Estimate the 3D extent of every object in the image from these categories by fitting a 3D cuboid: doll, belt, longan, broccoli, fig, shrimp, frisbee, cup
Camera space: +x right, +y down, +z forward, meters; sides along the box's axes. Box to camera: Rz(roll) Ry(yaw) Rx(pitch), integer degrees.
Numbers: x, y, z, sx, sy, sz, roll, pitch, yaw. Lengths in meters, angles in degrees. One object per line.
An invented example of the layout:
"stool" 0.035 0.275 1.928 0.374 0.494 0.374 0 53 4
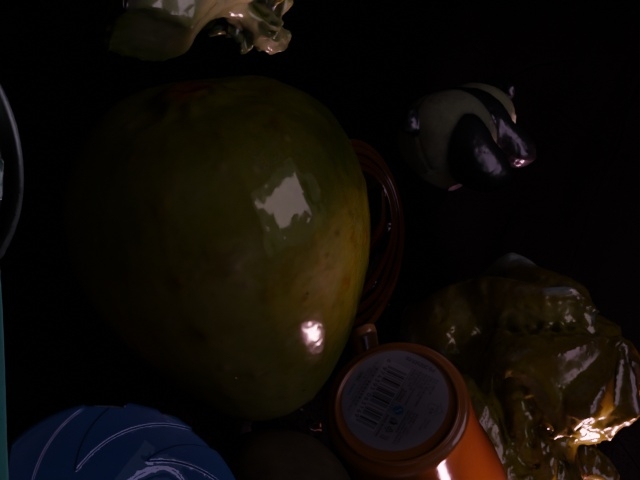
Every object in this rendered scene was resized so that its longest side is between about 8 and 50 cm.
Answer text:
"doll" 0.174 -0.125 1.827 0.234 0.143 0.135 -31 102 -58
"belt" 0.000 0.000 1.523 0.261 0.105 0.184 -50 121 -53
"longan" -0.049 0.254 1.295 0.187 0.167 0.167 -38 114 -45
"broccoli" -0.102 -0.267 1.306 0.288 0.248 0.246 35 56 -43
"fig" -0.080 0.017 1.253 0.258 0.258 0.326 -64 153 -46
"shrimp" -0.020 0.191 1.501 0.092 0.029 0.038 35 51 -55
"frisbee" -0.155 0.243 1.136 0.242 0.045 0.242 6 78 -27
"cup" 0.079 0.192 1.443 0.264 0.182 0.226 75 -7 -59

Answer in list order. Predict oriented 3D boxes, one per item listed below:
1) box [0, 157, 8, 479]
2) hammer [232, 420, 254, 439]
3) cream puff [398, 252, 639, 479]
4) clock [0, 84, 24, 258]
"box" -0.309 0.071 0.765 0.118 0.311 0.205 9 73 -57
"hammer" -0.032 0.240 1.481 0.199 0.013 0.062 53 39 -37
"cream puff" 0.245 0.202 1.709 0.378 0.275 0.378 26 60 -57
"clock" -0.305 -0.065 1.080 0.226 0.049 0.226 29 56 -53
